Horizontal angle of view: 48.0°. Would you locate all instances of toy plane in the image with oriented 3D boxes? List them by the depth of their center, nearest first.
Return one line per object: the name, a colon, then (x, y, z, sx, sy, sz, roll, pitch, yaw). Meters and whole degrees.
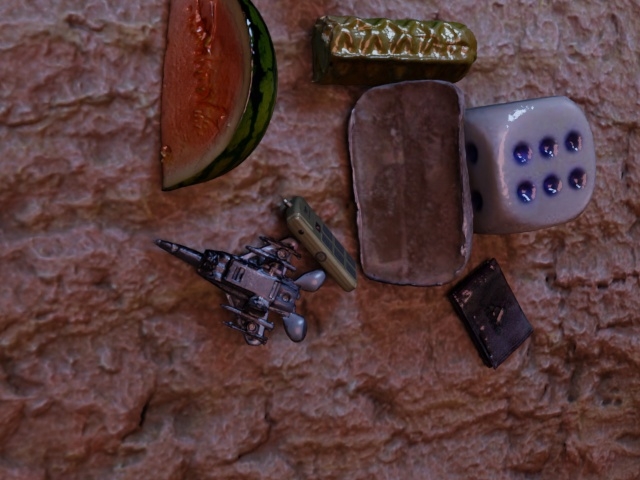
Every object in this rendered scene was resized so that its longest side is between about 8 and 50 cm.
toy plane: (-0.117, 0.048, 1.014, 0.246, 0.078, 0.169, 27, 75, -22)

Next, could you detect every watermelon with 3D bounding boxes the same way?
watermelon: (-0.120, -0.209, 0.959, 0.159, 0.128, 0.304, 4, 94, -23)

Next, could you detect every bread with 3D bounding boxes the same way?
bread: (0.115, -0.282, 1.075, 0.269, 0.087, 0.098, -5, 97, -22)

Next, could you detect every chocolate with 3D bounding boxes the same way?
chocolate: (0.145, -0.085, 1.078, 0.100, 0.185, 0.303, -22, 110, -52)

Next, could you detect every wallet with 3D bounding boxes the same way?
wallet: (0.293, 0.126, 1.229, 0.111, 0.030, 0.166, -38, 111, -20)

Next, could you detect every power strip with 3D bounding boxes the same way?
power strip: (0.000, 0.000, 1.064, 0.028, 0.076, 0.169, -33, 113, 18)

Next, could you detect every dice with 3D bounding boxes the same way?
dice: (0.293, -0.118, 1.115, 0.193, 0.192, 0.194, -11, 98, -23)
